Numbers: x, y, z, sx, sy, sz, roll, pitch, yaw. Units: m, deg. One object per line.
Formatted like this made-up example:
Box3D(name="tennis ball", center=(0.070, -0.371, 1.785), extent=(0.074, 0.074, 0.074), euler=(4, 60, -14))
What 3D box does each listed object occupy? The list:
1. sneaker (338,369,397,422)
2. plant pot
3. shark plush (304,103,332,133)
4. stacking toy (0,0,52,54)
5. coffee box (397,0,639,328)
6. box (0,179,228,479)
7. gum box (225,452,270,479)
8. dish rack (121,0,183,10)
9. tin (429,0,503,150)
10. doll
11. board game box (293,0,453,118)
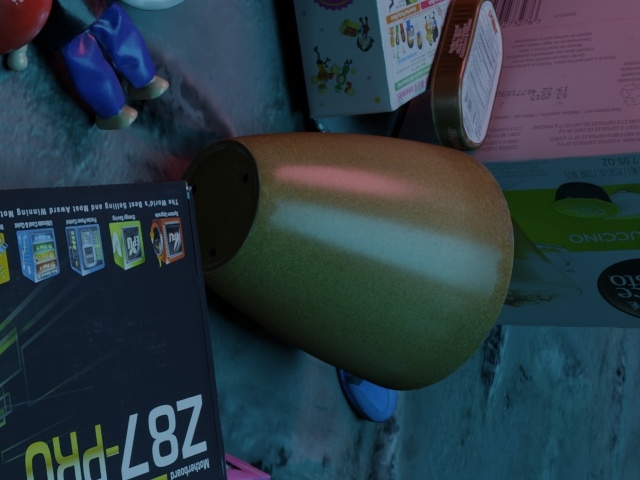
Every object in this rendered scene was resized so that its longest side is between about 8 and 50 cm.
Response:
Box3D(name="sneaker", center=(0.062, 0.099, 1.420), extent=(0.069, 0.082, 0.209), euler=(-41, 125, -54))
Box3D(name="plant pot", center=(0.000, 0.000, 1.215), extent=(0.254, 0.237, 0.237), euler=(16, 76, -41))
Box3D(name="shark plush", center=(0.019, -0.070, 1.407), extent=(0.161, 0.073, 0.067), euler=(46, 28, -22))
Box3D(name="stacking toy", center=(-0.280, -0.198, 0.827), extent=(0.330, 0.141, 0.141), euler=(20, 73, -63))
Box3D(name="coffee box", center=(0.330, -0.118, 1.615), extent=(0.334, 0.337, 0.338), euler=(55, 45, -44))
Box3D(name="box", center=(-0.204, 0.128, 0.821), extent=(0.395, 0.097, 0.318), euler=(-6, 90, -61))
Box3D(name="gum box", center=(-0.116, 0.257, 1.089), extent=(0.107, 0.062, 0.188), euler=(7, 102, -58))
Box3D(name="dish rack", center=(-0.081, -0.372, 1.081), extent=(0.332, 0.072, 0.286), euler=(-34, 127, -16))
Box3D(name="tin", center=(0.158, -0.178, 1.442), extent=(0.106, 0.040, 0.190), euler=(64, 35, -50))
Box3D(name="doll", center=(-0.191, -0.170, 1.036), extent=(0.129, 0.046, 0.189), euler=(-46, 130, -21))
Box3D(name="board game box", center=(0.051, -0.295, 1.372), extent=(0.224, 0.097, 0.303), euler=(-35, 118, -61))
